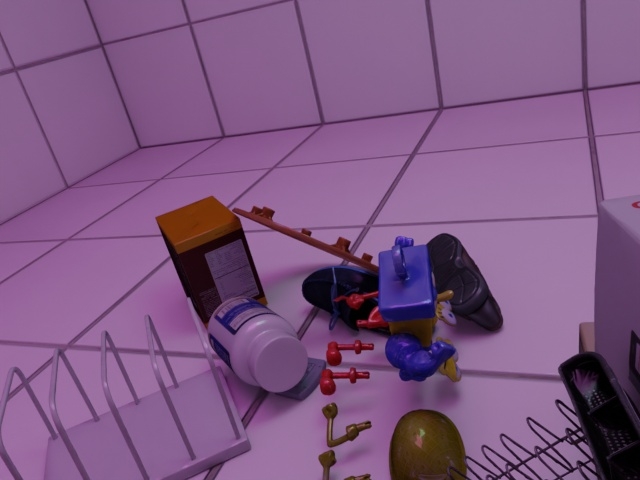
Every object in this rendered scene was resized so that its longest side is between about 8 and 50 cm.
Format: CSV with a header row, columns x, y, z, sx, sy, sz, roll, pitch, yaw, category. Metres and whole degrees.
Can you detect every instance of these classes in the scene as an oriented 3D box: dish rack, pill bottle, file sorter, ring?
x,y,z,sx,sy,sz,roll,pitch,yaw,category
0.172,0.244,0.469,0.271,0.074,0.208,-45,10,24,dish rack
-0.098,0.162,0.864,0.112,0.112,0.186,-25,20,-22,pill bottle
-0.272,0.227,0.772,0.277,0.173,0.193,-21,25,-14,file sorter
0.000,0.000,1.011,0.336,0.032,0.336,23,-2,1,ring

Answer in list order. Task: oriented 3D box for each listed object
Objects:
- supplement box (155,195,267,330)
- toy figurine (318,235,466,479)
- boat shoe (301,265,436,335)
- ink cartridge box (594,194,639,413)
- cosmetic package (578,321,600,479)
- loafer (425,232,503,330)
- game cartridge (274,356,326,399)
x,y,z,sx,sy,sz,roll,pitch,yaw,category
-0.221,0.040,1.111,0.129,0.194,0.191,-24,26,-19,supplement box
0.082,0.111,0.693,0.191,0.217,0.363,-1,39,10,toy figurine
0.065,0.103,0.937,0.258,0.109,0.089,4,33,38,boat shoe
0.364,0.090,0.426,0.198,0.197,0.270,-9,26,8,ink cartridge box
0.357,0.212,0.542,0.160,0.113,0.309,-5,25,18,cosmetic package
0.239,0.073,0.965,0.096,0.084,0.267,-42,17,13,loafer
-0.027,0.213,0.858,0.055,0.017,0.083,-1,28,34,game cartridge
